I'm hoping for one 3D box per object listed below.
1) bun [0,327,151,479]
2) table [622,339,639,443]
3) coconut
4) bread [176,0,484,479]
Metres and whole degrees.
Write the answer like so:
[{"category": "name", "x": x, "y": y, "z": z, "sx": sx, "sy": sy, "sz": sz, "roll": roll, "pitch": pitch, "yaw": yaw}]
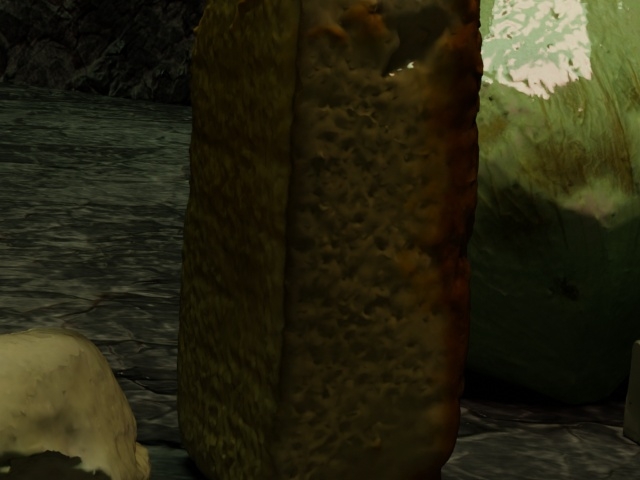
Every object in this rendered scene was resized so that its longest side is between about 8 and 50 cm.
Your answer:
[{"category": "bun", "x": -0.156, "y": 0.103, "z": 0.569, "sx": 0.210, "sy": 0.116, "sz": 0.237, "roll": -17, "pitch": -2, "yaw": -9}, {"category": "table", "x": 0.241, "y": 0.098, "z": 1.054, "sx": 0.083, "sy": 0.062, "sz": 0.079, "roll": 2, "pitch": 10, "yaw": -18}, {"category": "coconut", "x": 0.140, "y": -0.039, "z": 1.205, "sx": 0.328, "sy": 0.328, "sz": 0.281, "roll": 6, "pitch": -18, "yaw": 4}, {"category": "bread", "x": 0.000, "y": 0.000, "z": 0.871, "sx": 0.114, "sy": 0.274, "sz": 0.185, "roll": 2, "pitch": 10, "yaw": -19}]
